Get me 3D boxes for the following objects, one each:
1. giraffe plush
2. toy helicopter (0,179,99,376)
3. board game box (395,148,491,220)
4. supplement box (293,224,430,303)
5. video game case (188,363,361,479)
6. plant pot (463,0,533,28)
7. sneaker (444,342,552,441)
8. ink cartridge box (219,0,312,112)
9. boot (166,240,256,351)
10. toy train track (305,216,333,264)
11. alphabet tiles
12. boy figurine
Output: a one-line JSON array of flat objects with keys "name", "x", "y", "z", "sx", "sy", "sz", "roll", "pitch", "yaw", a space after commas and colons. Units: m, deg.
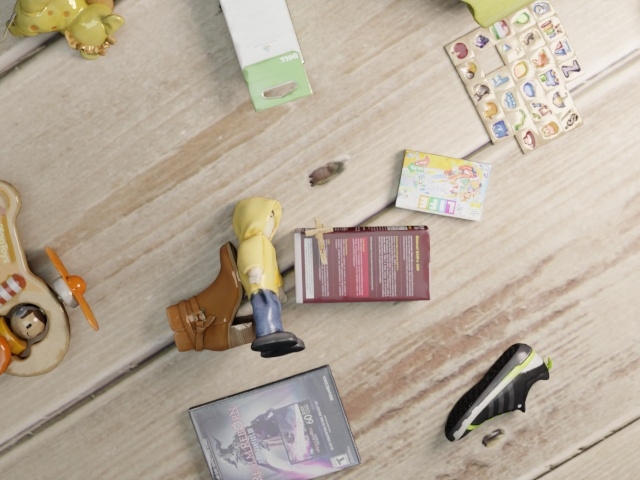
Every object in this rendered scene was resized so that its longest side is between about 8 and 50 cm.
[{"name": "giraffe plush", "x": -0.422, "y": -0.395, "z": 1.716, "sx": 0.170, "sy": 0.181, "sz": 0.210, "roll": 22, "pitch": 88, "yaw": -24}, {"name": "toy helicopter", "x": -0.527, "y": 0.065, "z": 1.788, "sx": 0.235, "sy": 0.140, "sz": 0.355, "roll": -10, "pitch": 97, "yaw": -1}, {"name": "board game box", "x": 0.217, "y": -0.098, "z": 1.802, "sx": 0.154, "sy": 0.026, "sz": 0.103, "roll": 9, "pitch": 99, "yaw": 0}, {"name": "supplement box", "x": 0.074, "y": 0.041, "z": 1.802, "sx": 0.239, "sy": 0.073, "sz": 0.130, "roll": -1, "pitch": 98, "yaw": 2}, {"name": "video game case", "x": -0.084, "y": 0.362, "z": 1.877, "sx": 0.274, "sy": 0.026, "sz": 0.196, "roll": -18, "pitch": 97, "yaw": 3}, {"name": "plant pot", "x": 0.314, "y": -0.491, "z": 1.643, "sx": 0.254, "sy": 0.276, "sz": 0.276, "roll": -36, "pitch": 96, "yaw": 17}, {"name": "sneaker", "x": 0.326, "y": 0.292, "z": 1.828, "sx": 0.097, "sy": 0.084, "sz": 0.234, "roll": 41, "pitch": 97, "yaw": -6}, {"name": "ink cartridge box", "x": -0.092, "y": -0.338, "z": 1.755, "sx": 0.109, "sy": 0.062, "sz": 0.209, "roll": -17, "pitch": 98, "yaw": 4}, {"name": "boot", "x": -0.204, "y": 0.107, "z": 1.820, "sx": 0.152, "sy": 0.073, "sz": 0.197, "roll": -9, "pitch": 95, "yaw": 7}, {"name": "toy train track", "x": 0.000, "y": 0.000, "z": 1.756, "sx": 0.048, "sy": 0.014, "sz": 0.083, "roll": -10, "pitch": 101, "yaw": -4}, {"name": "alphabet tiles", "x": 0.360, "y": -0.283, "z": 1.782, "sx": 0.198, "sy": 0.009, "sz": 0.237, "roll": -27, "pitch": 97, "yaw": 4}, {"name": "boy figurine", "x": -0.094, "y": 0.060, "z": 1.770, "sx": 0.092, "sy": 0.177, "sz": 0.285, "roll": -13, "pitch": 67, "yaw": 11}]
